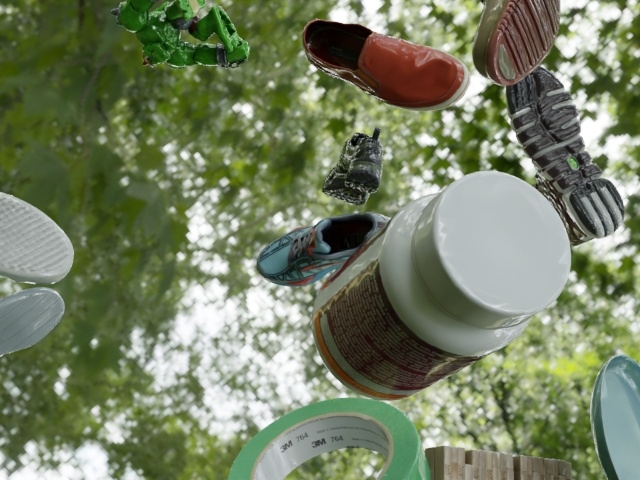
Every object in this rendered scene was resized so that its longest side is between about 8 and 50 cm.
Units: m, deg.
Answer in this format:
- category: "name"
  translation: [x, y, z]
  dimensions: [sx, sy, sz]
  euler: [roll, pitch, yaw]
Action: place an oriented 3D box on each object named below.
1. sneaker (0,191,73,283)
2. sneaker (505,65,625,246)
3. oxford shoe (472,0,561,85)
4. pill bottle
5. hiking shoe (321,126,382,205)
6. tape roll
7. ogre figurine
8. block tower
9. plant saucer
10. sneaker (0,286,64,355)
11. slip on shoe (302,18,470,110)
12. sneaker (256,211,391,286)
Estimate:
- category: "sneaker"
  translation: [-0.579, -0.004, 1.758]
  dimensions: [0.366, 0.135, 0.150]
  euler: [21, -29, 1]
- category: "sneaker"
  translation: [0.332, -0.111, 1.593]
  dimensions: [0.162, 0.107, 0.281]
  euler: [124, -55, -70]
- category: "oxford shoe"
  translation: [0.250, -0.334, 1.413]
  dimensions: [0.130, 0.348, 0.123]
  euler: [4, -39, 31]
- category: "pill bottle"
  translation: [0.153, 0.069, 1.440]
  dimensions: [0.224, 0.224, 0.392]
  euler: [47, -29, 2]
- category: "hiking shoe"
  translation: [0.069, -0.135, 1.949]
  dimensions: [0.086, 0.114, 0.227]
  euler: [21, -13, -15]
- category: "tape roll"
  translation: [0.012, 0.381, 1.709]
  dimensions: [0.321, 0.321, 0.077]
  euler: [14, -48, 47]
- category: "ogre figurine"
  translation: [-0.194, -0.290, 1.449]
  dimensions: [0.118, 0.197, 0.096]
  euler: [-16, -104, 29]
- category: "block tower"
  translation: [0.338, 0.454, 2.029]
  dimensions: [0.336, 0.097, 0.091]
  euler: [15, -23, -30]
- category: "plant saucer"
  translation: [0.592, 0.376, 2.030]
  dimensions: [0.044, 0.317, 0.317]
  euler: [-19, -68, 36]
- category: "sneaker"
  translation: [-0.544, 0.148, 1.737]
  dimensions: [0.091, 0.258, 0.094]
  euler: [34, -29, 62]
- category: "slip on shoe"
  translation: [0.107, -0.316, 1.890]
  dimensions: [0.331, 0.123, 0.101]
  euler: [23, -1, 23]
- category: "sneaker"
  translation: [0.000, 0.000, 1.778]
  dimensions: [0.125, 0.262, 0.104]
  euler: [34, 42, -63]
